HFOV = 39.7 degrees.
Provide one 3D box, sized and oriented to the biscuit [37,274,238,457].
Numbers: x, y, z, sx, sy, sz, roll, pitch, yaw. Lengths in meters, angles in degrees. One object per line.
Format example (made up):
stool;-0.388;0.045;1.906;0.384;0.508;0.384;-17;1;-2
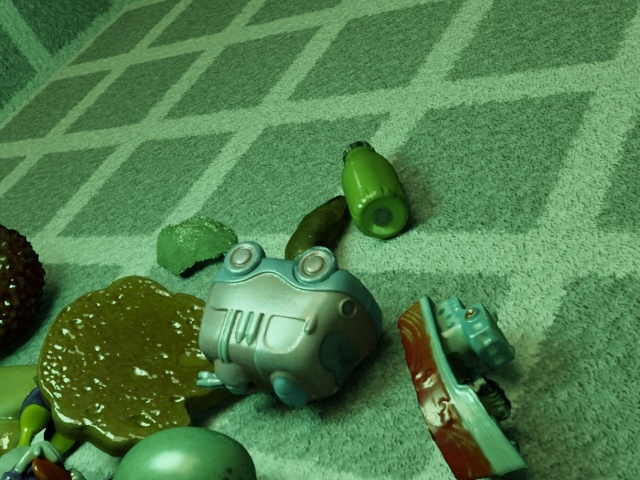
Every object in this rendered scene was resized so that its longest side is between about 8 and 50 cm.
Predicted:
biscuit;-0.303;0.215;1.554;0.381;0.074;0.359;8;49;3

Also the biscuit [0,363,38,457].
biscuit;-0.671;0.351;1.820;0.290;0.062;0.237;-5;40;34

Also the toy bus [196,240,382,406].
toy bus;-0.059;0.151;1.436;0.294;0.197;0.232;6;58;28

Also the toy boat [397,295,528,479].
toy boat;0.209;0.194;1.201;0.133;0.145;0.332;-32;28;13

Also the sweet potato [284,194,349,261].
sweet potato;-0.001;0.006;1.711;0.112;0.085;0.286;17;36;9

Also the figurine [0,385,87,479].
figurine;-0.500;0.430;1.484;0.193;0.154;0.421;-30;30;13

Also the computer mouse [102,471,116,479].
computer mouse;-0.377;0.459;1.383;0.057;0.120;0.232;29;61;13

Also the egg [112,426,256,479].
egg;-0.204;0.361;1.307;0.236;0.169;0.169;-11;38;26

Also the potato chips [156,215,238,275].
potato chips;-0.286;0.017;1.946;0.228;0.059;0.167;-18;44;22

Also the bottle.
bottle;0.097;-0.111;1.739;0.112;0.112;0.260;-27;33;8

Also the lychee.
lychee;-0.784;0.108;2.028;0.306;0.306;0.330;-32;45;1

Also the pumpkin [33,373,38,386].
pumpkin;-0.448;0.247;1.729;0.131;0.126;0.248;-30;12;17
